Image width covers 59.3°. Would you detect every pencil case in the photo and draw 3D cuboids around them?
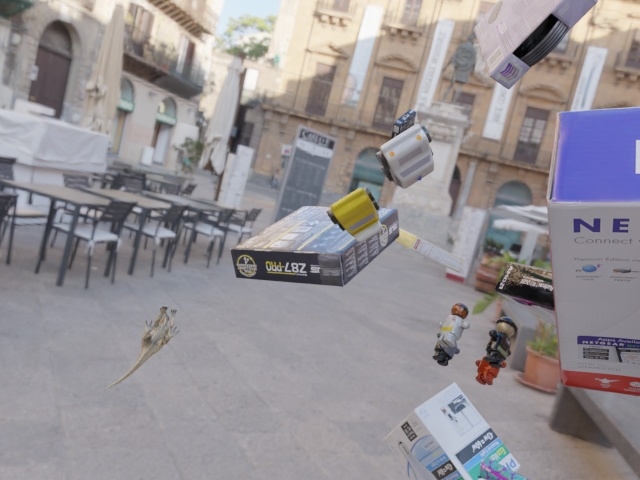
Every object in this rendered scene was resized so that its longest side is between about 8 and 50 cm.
[{"bbox_3d":[0.524,0.676,1.594,0.070,0.064,0.152,31,-12,-36],"label":"pencil case"}]

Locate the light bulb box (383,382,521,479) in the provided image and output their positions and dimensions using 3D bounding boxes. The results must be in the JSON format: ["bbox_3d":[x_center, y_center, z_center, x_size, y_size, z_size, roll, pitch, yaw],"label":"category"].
[{"bbox_3d":[0.472,0.787,2.091,0.225,0.357,0.361,-23,63,-29],"label":"light bulb box"}]

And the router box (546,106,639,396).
[{"bbox_3d":[0.345,0.035,0.397,0.336,0.082,0.301,2,-33,27],"label":"router box"}]

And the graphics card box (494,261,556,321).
[{"bbox_3d":[0.586,0.154,1.254,0.233,0.094,0.371,28,-1,-14],"label":"graphics card box"}]

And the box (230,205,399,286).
[{"bbox_3d":[0.000,0.000,1.527,0.319,0.097,0.395,1,19,28],"label":"box"}]

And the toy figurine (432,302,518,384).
[{"bbox_3d":[0.435,0.285,1.595,0.210,0.148,0.213,21,-30,20],"label":"toy figurine"}]

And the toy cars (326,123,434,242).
[{"bbox_3d":[0.129,-0.092,1.131,0.177,0.087,0.393,-22,-15,-34],"label":"toy cars"}]

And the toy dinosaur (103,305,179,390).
[{"bbox_3d":[-0.272,0.167,0.914,0.053,0.092,0.183,31,37,-7],"label":"toy dinosaur"}]

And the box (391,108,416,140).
[{"bbox_3d":[0.180,-0.236,1.231,0.018,0.083,0.067,30,55,23],"label":"box"}]

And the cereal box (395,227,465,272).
[{"bbox_3d":[0.317,0.020,1.774,0.240,0.047,0.173,23,5,-34],"label":"cereal box"}]

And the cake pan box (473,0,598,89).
[{"bbox_3d":[0.466,-0.499,1.255,0.070,0.245,0.266,26,40,-19],"label":"cake pan box"}]
